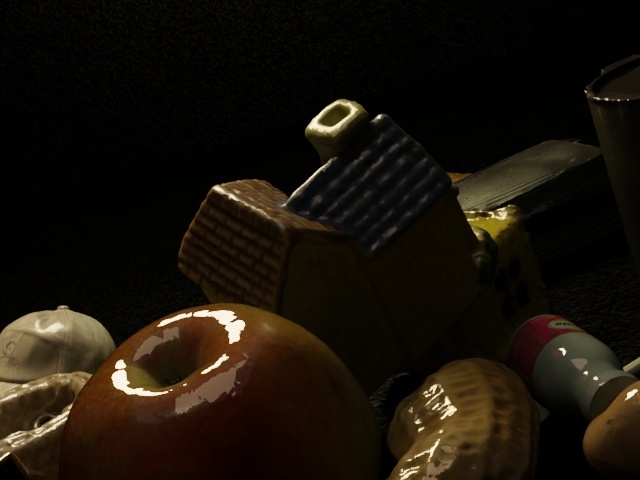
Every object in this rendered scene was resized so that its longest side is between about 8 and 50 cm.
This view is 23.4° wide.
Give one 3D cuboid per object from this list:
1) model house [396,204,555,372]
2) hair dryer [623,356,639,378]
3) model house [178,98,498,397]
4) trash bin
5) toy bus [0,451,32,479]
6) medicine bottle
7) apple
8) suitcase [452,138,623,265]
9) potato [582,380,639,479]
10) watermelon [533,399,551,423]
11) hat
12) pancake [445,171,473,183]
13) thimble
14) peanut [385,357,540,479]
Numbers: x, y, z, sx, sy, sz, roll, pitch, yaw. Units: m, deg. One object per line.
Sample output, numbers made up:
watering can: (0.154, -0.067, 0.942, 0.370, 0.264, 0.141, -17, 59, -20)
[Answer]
model house: (0.142, 0.074, 1.873, 0.193, 0.174, 0.234, -5, 15, 36)
hair dryer: (0.355, 0.134, 1.671, 0.124, 0.038, 0.063, -29, 17, -13)
model house: (0.000, 0.000, 1.717, 0.321, 0.266, 0.261, -42, 40, -17)
trash bin: (0.435, -0.059, 1.732, 0.203, 0.301, 0.252, -25, 15, -22)
toy bus: (-0.438, 0.340, 1.615, 0.323, 0.194, 0.162, -10, 18, 31)
medicine bottle: (0.272, 0.144, 1.620, 0.090, 0.090, 0.217, -22, 16, -9)
apple: (-0.101, 0.211, 1.487, 0.319, 0.277, 0.319, -18, 16, 5)
suitcase: (0.289, -0.040, 2.196, 0.312, 0.128, 0.202, -23, 15, -15)
potato: (0.313, 0.180, 1.415, 0.147, 0.112, 0.112, -20, 13, 26)
watermelon: (0.201, 0.177, 1.649, 0.085, 0.061, 0.085, -10, 12, 2)
hat: (-0.417, 0.198, 2.197, 0.275, 0.161, 0.232, -35, 17, -37)
pancake: (0.104, -0.039, 2.526, 0.387, 0.082, 0.387, -15, 15, 4)
thimble: (-0.336, 0.267, 1.860, 0.196, 0.148, 0.229, -13, 18, 15)
peanut: (0.130, 0.212, 1.452, 0.153, 0.140, 0.325, 17, 25, 12)
